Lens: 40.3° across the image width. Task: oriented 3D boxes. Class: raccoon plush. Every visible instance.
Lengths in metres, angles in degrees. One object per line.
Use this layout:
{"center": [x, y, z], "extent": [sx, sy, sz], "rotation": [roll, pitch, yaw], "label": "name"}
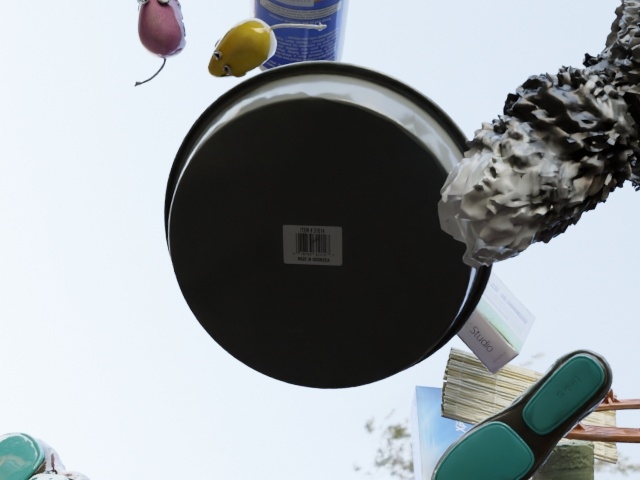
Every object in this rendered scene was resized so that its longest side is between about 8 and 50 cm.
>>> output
{"center": [0.341, -0.071, 0.599], "extent": [0.299, 0.446, 0.216], "rotation": [20, -31, 50], "label": "raccoon plush"}

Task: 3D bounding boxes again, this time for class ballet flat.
{"center": [-0.189, 0.188, 0.598], "extent": [0.079, 0.077, 0.221], "rotation": [52, -28, -19], "label": "ballet flat"}
{"center": [0.202, 0.191, 0.859], "extent": [0.213, 0.068, 0.072], "rotation": [-40, -115, 1], "label": "ballet flat"}

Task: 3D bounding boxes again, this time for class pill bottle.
{"center": [-0.035, -0.335, 1.332], "extent": [0.152, 0.152, 0.272], "rotation": [54, -24, 26], "label": "pill bottle"}

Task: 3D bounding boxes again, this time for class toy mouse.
{"center": [-0.099, -0.193, 0.693], "extent": [0.161, 0.031, 0.143], "rotation": [-29, -80, 6], "label": "toy mouse"}

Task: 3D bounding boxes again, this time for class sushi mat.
{"center": [0.366, 0.285, 1.522], "extent": [0.019, 0.316, 0.152], "rotation": [107, -2, -48], "label": "sushi mat"}

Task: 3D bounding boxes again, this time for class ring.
{"center": [0.404, 0.208, 1.072], "extent": [0.336, 0.336, 0.032], "rotation": [-8, -97, 49], "label": "ring"}

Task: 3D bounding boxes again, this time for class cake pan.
{"center": [0.000, 0.000, 0.733], "extent": [0.293, 0.054, 0.293], "rotation": [3, -71, 9], "label": "cake pan"}

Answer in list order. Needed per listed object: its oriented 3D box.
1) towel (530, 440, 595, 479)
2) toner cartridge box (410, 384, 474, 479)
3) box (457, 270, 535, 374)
{"center": [0.347, 0.342, 1.251], "extent": [0.027, 0.148, 0.110], "rotation": [-5, -98, 50], "label": "towel"}
{"center": [0.255, 0.412, 1.575], "extent": [0.348, 0.165, 0.075], "rotation": [-87, -178, -57], "label": "toner cartridge box"}
{"center": [0.239, 0.081, 1.411], "extent": [0.058, 0.322, 0.232], "rotation": [-44, -100, 15], "label": "box"}
